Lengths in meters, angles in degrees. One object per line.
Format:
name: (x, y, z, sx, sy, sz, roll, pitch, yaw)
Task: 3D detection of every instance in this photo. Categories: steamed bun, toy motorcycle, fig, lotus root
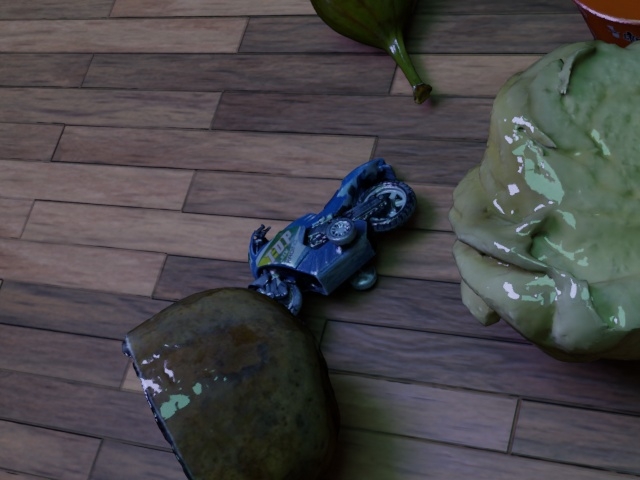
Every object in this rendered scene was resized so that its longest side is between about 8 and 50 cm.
steamed bun: (0.293, -0.026, 1.152, 0.324, 0.230, 0.372, 16, 61, -2)
toy motorcycle: (0.000, 0.000, 1.361, 0.254, 0.092, 0.135, -40, 45, -10)
fig: (0.087, -0.293, 1.470, 0.151, 0.151, 0.259, -37, 79, 2)
lotus root: (-0.079, 0.178, 1.218, 0.192, 0.272, 0.272, -31, 53, -14)

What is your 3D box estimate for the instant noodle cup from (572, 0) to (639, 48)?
instant noodle cup: (0.395, -0.284, 1.267, 0.250, 0.192, 0.250, -11, 60, 20)
